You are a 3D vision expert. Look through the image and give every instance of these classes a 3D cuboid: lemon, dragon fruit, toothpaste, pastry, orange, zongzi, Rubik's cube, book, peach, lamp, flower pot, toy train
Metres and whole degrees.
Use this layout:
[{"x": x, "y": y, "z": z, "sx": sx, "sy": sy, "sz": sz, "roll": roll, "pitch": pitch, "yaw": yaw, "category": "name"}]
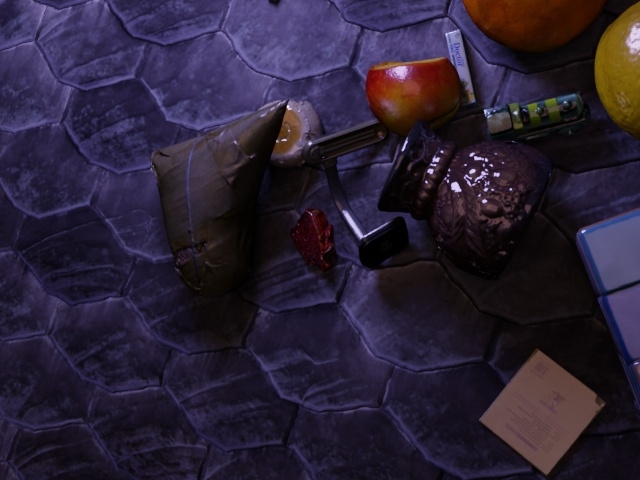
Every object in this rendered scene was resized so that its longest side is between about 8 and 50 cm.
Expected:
[{"x": 0.635, "y": -0.309, "z": 1.354, "sx": 0.293, "sy": 0.293, "sz": 0.292, "roll": -1, "pitch": 86, "yaw": 17, "category": "lemon"}, {"x": 0.002, "y": -0.002, "z": 1.651, "sx": 0.131, "sy": 0.063, "sz": 0.097, "roll": 57, "pitch": 135, "yaw": 13, "category": "dragon fruit"}, {"x": 0.298, "y": -0.356, "z": 1.578, "sx": 0.034, "sy": 0.046, "sz": 0.164, "roll": -13, "pitch": 83, "yaw": 20, "category": "toothpaste"}, {"x": -0.075, "y": -0.235, "z": 1.664, "sx": 0.166, "sy": 0.088, "sz": 0.165, "roll": 0, "pitch": 89, "yaw": 15, "category": "pastry"}, {"x": 0.417, "y": -0.509, "z": 1.461, "sx": 0.284, "sy": 0.226, "sz": 0.283, "roll": -1, "pitch": 85, "yaw": 10, "category": "orange"}, {"x": -0.177, "y": -0.074, "z": 1.596, "sx": 0.393, "sy": 0.174, "sz": 0.355, "roll": -16, "pitch": 85, "yaw": 38, "category": "zongzi"}, {"x": 0.654, "y": 0.095, "z": 1.280, "sx": 0.345, "sy": 0.347, "sz": 0.346, "roll": -22, "pitch": 81, "yaw": 14, "category": "Rubik's cube"}, {"x": 0.440, "y": 0.340, "z": 1.500, "sx": 0.168, "sy": 0.013, "sz": 0.192, "roll": 39, "pitch": 98, "yaw": 16, "category": "book"}, {"x": 0.186, "y": -0.310, "z": 1.538, "sx": 0.190, "sy": 0.190, "sz": 0.192, "roll": -36, "pitch": 78, "yaw": 12, "category": "peach"}, {"x": 0.111, "y": -0.107, "z": 1.601, "sx": 0.203, "sy": 0.124, "sz": 0.283, "roll": -28, "pitch": 75, "yaw": -7, "category": "lamp"}, {"x": 0.266, "y": -0.091, "z": 1.440, "sx": 0.267, "sy": 0.266, "sz": 0.266, "roll": 27, "pitch": 94, "yaw": 9, "category": "flower pot"}, {"x": 0.427, "y": -0.238, "z": 1.485, "sx": 0.200, "sy": 0.132, "sz": 0.083, "roll": -16, "pitch": 82, "yaw": 17, "category": "toy train"}]

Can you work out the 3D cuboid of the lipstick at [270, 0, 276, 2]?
[{"x": -0.091, "y": -0.599, "z": 1.727, "sx": 0.025, "sy": 0.025, "sz": 0.107, "roll": 27, "pitch": 89, "yaw": 17, "category": "lipstick"}]
